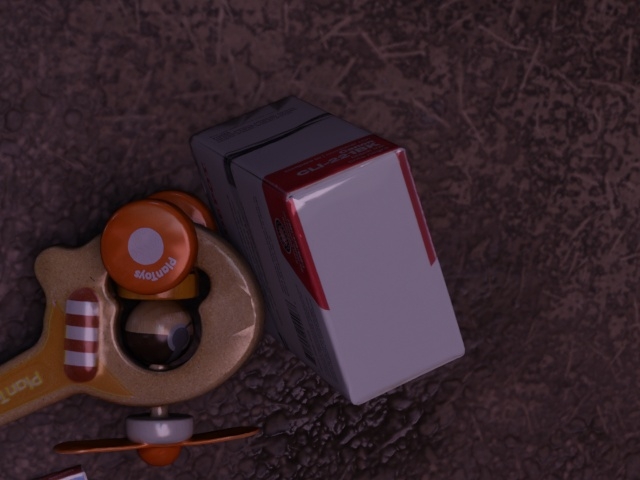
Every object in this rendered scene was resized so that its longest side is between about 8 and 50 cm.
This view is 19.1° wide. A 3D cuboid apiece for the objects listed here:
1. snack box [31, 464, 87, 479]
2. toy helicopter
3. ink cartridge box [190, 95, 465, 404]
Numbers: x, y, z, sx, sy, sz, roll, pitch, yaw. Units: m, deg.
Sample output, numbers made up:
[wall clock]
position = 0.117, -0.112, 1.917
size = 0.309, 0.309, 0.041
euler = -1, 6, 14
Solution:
[snack box]
position = -0.298, 0.267, 1.768
size = 0.178, 0.022, 0.064
euler = -17, 108, -13
[toy helicopter]
position = -0.211, 0.121, 1.694
size = 0.355, 0.140, 0.235
euler = -27, 93, 7
[ink cartridge box]
position = 0.000, 0.000, 1.663
size = 0.114, 0.273, 0.197
euler = -23, 111, -15
